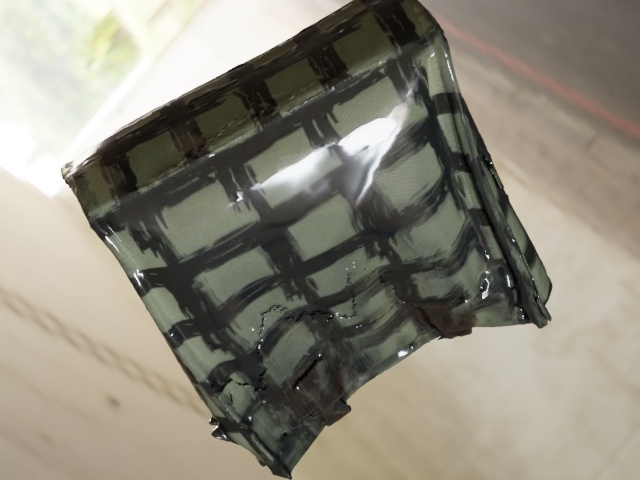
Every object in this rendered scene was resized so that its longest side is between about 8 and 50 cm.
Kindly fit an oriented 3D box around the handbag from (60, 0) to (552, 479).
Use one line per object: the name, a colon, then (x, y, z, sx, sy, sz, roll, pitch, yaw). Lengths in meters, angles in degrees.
handbag: (0.000, 0.000, 1.603, 0.327, 0.325, 0.162, 62, 178, -34)
